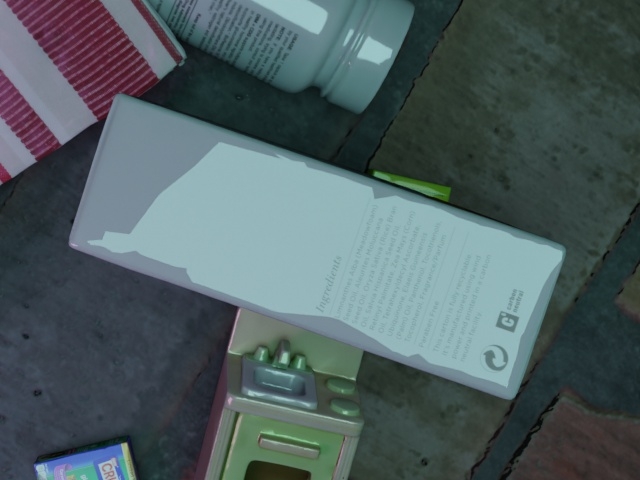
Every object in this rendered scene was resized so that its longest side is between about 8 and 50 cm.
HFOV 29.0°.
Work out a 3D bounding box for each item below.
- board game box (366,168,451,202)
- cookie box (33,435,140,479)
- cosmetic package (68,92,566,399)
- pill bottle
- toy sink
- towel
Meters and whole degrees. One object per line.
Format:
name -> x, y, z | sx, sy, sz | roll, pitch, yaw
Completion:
board game box -> 0.081, 0.017, 1.408 | 0.092, 0.043, 0.181 | 12, 94, -7
cookie box -> -0.259, 0.278, 1.397 | 0.107, 0.040, 0.091 | -13, 96, -6
cosmetic package -> 0.000, 0.000, 1.269 | 0.453, 0.230, 0.161 | 19, 94, 1
pill bottle -> -0.055, -0.254, 1.306 | 0.283, 0.160, 0.160 | 26, 92, -8
toy sink -> -0.041, 0.203, 1.347 | 0.153, 0.131, 0.234 | 14, 105, -8
towel -> -0.330, -0.193, 1.258 | 0.329, 0.037, 0.237 | -30, 113, 16
